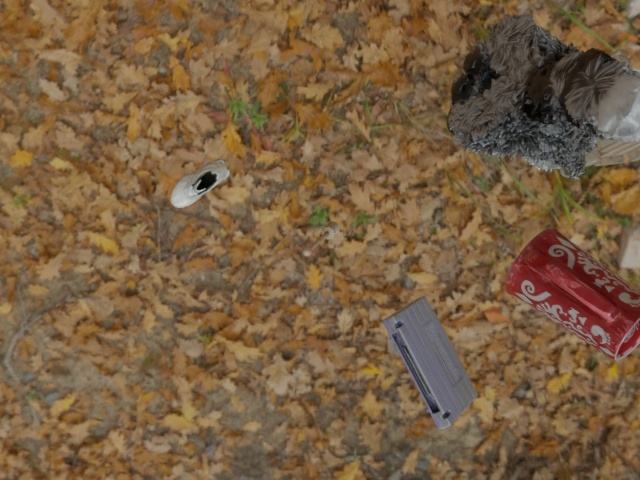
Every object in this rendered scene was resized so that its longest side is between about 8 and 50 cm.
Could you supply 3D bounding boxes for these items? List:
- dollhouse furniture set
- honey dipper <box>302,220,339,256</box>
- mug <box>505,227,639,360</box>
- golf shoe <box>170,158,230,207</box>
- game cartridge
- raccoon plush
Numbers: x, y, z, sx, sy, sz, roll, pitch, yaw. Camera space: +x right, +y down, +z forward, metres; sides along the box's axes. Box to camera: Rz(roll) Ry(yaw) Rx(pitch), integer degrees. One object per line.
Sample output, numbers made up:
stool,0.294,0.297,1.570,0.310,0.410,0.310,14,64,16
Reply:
dollhouse furniture set,0.707,-0.299,1.384,0.355,0.173,0.303,-10,168,-42
honey dipper,0.000,0.000,1.330,0.030,0.161,0.030,8,114,19
mug,0.339,0.077,0.861,0.150,0.169,0.113,-10,129,-41
golf shoe,-0.301,-0.131,1.554,0.176,0.086,0.069,-35,104,19
game cartridge,0.335,0.360,1.961,0.068,0.230,0.355,-31,83,32
raccoon plush,0.388,-0.157,0.968,0.299,0.446,0.216,20,115,-24
